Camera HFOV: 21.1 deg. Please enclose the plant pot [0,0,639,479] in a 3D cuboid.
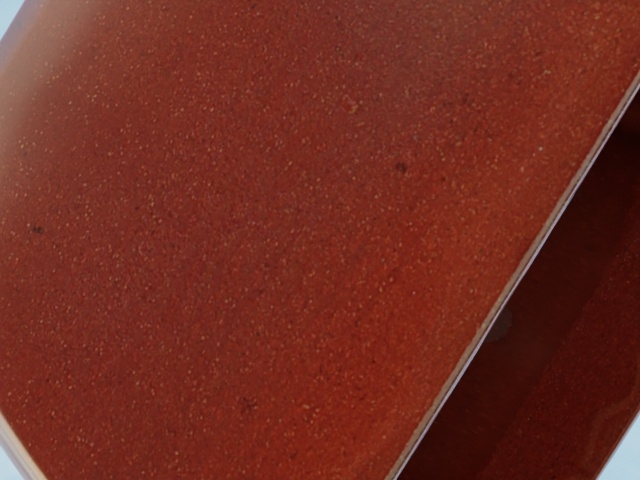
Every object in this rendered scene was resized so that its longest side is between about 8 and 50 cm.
[{"bbox_3d":[0.000,0.000,0.674,0.235,0.267,0.267,34,-86,23],"label":"plant pot"}]
